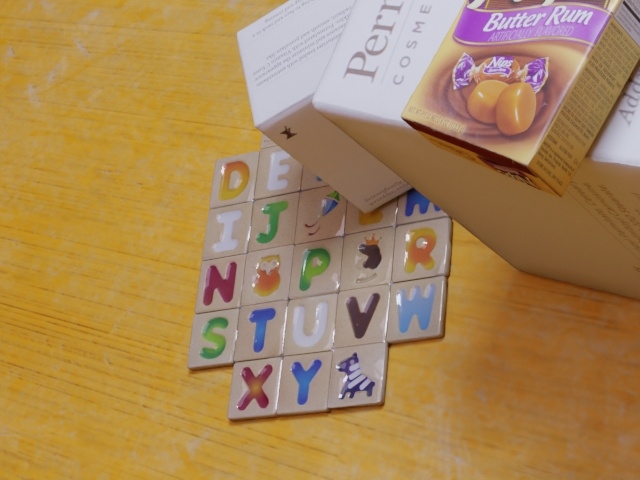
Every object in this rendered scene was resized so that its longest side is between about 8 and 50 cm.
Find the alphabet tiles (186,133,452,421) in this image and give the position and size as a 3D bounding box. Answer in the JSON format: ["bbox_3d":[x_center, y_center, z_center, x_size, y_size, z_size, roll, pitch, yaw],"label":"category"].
[{"bbox_3d":[0.000,0.000,1.422,0.285,0.011,0.343,-10,62,33],"label":"alphabet tiles"}]

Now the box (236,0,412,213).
[{"bbox_3d":[0.054,-0.143,1.327,0.181,0.182,0.119,-28,52,21],"label":"box"}]

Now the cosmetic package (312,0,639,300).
[{"bbox_3d":[0.280,-0.141,1.074,0.393,0.327,0.329,14,77,41],"label":"cosmetic package"}]

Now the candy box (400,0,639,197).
[{"bbox_3d":[0.142,-0.131,0.920,0.109,0.053,0.187,26,84,43],"label":"candy box"}]
